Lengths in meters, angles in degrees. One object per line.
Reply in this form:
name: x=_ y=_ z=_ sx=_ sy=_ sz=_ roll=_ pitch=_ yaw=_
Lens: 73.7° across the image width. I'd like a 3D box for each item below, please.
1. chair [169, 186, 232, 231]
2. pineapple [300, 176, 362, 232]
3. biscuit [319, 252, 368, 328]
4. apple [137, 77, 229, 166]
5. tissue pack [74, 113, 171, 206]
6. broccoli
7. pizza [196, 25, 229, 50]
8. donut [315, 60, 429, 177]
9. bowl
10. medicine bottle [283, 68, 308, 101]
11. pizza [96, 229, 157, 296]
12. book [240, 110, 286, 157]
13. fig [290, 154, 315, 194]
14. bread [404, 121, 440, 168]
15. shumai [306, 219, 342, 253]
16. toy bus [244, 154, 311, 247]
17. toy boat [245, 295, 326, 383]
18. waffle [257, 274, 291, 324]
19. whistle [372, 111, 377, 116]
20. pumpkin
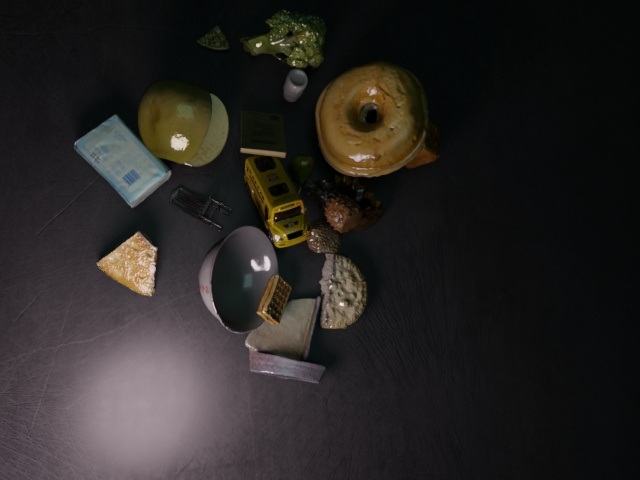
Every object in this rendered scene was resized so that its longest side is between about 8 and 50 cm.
chair: x=-0.416 y=-0.118 z=1.463 sx=0.212 sy=0.101 sz=0.084 roll=30 pitch=75 yaw=-10
pineapple: x=0.034 y=-0.140 z=1.533 sx=0.128 sy=0.128 sz=0.248 roll=-35 pitch=61 yaw=-17
biscuit: x=0.088 y=0.180 z=1.565 sx=0.178 sy=0.084 sz=0.282 roll=4 pitch=80 yaw=-14
apple: x=-0.446 y=-0.381 z=1.400 sx=0.291 sy=0.292 sz=0.254 roll=16 pitch=96 yaw=-12
tissue pack: x=-0.655 y=-0.264 z=1.428 sx=0.263 sy=0.089 sz=0.177 roll=46 pitch=72 yaw=-2
broccoli: x=-0.117 y=-0.711 z=1.549 sx=0.301 sy=0.254 sz=0.186 roll=-12 pitch=85 yaw=-16
pizza: x=-0.399 y=-0.765 z=1.600 sx=0.122 sy=0.026 sz=0.109 roll=6 pitch=78 yaw=-14
donut: x=0.181 y=-0.442 z=1.564 sx=0.448 sy=0.198 sz=0.450 roll=-3 pitch=79 yaw=14
bowl: x=-0.294 y=0.122 z=1.405 sx=0.157 sy=0.345 sz=0.346 roll=1 pitch=79 yaw=29
medicine bottle: x=-0.097 y=-0.576 z=1.600 sx=0.080 sy=0.130 sz=0.081 roll=2 pitch=83 yaw=-15
pizza: x=-0.593 y=0.077 z=1.406 sx=0.188 sy=0.081 sz=0.204 roll=-42 pitch=105 yaw=6
book: x=-0.206 y=-0.385 z=1.535 sx=0.161 sy=0.026 sz=0.231 roll=4 pitch=48 yaw=-13
fig: x=-0.076 y=-0.244 z=1.603 sx=0.093 sy=0.093 sz=0.166 roll=8 pitch=119 yaw=-14
bread: x=0.373 y=-0.379 z=1.668 sx=0.143 sy=0.158 sz=0.149 roll=16 pitch=74 yaw=-50
shumai: x=0.003 y=-0.001 z=1.554 sx=0.145 sy=0.116 sz=0.146 roll=11 pitch=66 yaw=-26
toy bus: x=-0.151 y=-0.143 z=1.469 sx=0.145 sy=0.151 sz=0.331 roll=-19 pitch=61 yaw=-19
toy boat: x=-0.123 y=0.354 z=1.483 sx=0.275 sy=0.111 sz=0.294 roll=-2 pitch=70 yaw=-14
waffle: x=-0.155 y=0.201 z=1.452 sx=0.102 sy=0.042 sz=0.148 roll=54 pitch=46 yaw=-46
whistle: x=0.290 y=-0.503 z=1.732 sx=0.326 sy=0.057 sz=0.068 roll=25 pitch=76 yaw=-10
pumpkin: x=0.121 y=-0.127 z=1.595 sx=0.253 sy=0.130 sz=0.149 roll=36 pitch=74 yaw=-9
